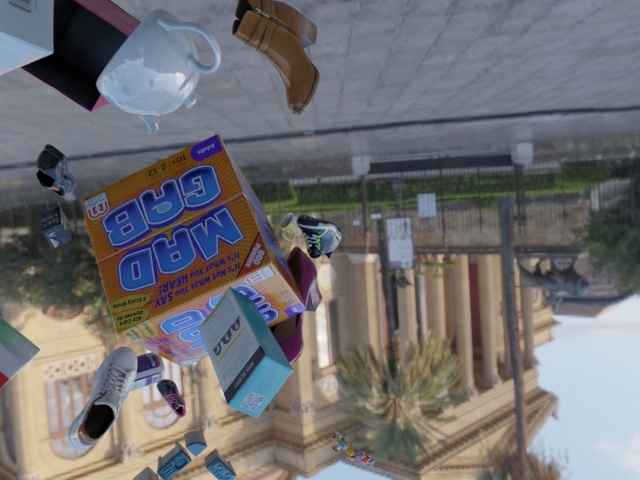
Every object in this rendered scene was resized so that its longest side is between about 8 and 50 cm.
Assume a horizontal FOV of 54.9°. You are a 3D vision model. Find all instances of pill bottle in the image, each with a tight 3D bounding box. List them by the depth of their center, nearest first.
[{"bbox_3d":[-0.633,0.449,2.073,0.193,0.108,0.108,-11,-173,-40],"label":"pill bottle"}]

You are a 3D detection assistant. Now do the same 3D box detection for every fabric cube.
[{"bbox_3d":[-0.678,-0.569,1.808,0.259,0.254,0.258,33,-160,-10],"label":"fabric cube"}]

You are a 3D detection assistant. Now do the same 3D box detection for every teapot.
[{"bbox_3d":[-0.349,-0.366,1.354,0.187,0.253,0.256,39,-179,-20],"label":"teapot"}]

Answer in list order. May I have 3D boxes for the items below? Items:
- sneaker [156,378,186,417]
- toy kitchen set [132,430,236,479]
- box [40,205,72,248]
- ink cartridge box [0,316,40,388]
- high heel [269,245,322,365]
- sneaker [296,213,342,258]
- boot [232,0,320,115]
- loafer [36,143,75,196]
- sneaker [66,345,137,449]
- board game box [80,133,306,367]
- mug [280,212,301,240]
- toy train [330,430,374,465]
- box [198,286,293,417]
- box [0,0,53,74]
[{"bbox_3d":[-0.375,0.404,1.568,0.047,0.119,0.057,-31,-152,-7],"label":"sneaker"},{"bbox_3d":[-0.343,0.622,1.577,0.207,0.166,0.122,-40,-158,-7],"label":"toy kitchen set"},{"bbox_3d":[-0.663,-0.034,1.546,0.052,0.062,0.083,-23,-137,-9],"label":"box"},{"bbox_3d":[-0.649,0.196,1.175,0.056,0.181,0.224,-46,-169,-5],"label":"ink cartridge box"},{"bbox_3d":[-0.106,0.186,1.618,0.127,0.181,0.377,-8,-150,24],"label":"high heel"},{"bbox_3d":[0.000,0.000,1.572,0.084,0.097,0.234,15,176,23],"label":"sneaker"},{"bbox_3d":[-0.110,-0.462,1.506,0.220,0.284,0.109,15,164,-39],"label":"boot"},{"bbox_3d":[-0.702,-0.170,1.603,0.080,0.078,0.220,34,155,3],"label":"loafer"},{"bbox_3d":[-0.539,0.401,1.601,0.106,0.290,0.123,38,138,-25],"label":"sneaker"},{"bbox_3d":[-0.292,0.041,1.488,0.356,0.357,0.356,-26,155,0],"label":"board game box"},{"bbox_3d":[-0.095,-0.043,2.031,0.064,0.078,0.062,38,-177,-31],"label":"mug"},{"bbox_3d":[0.100,0.720,2.102,0.166,0.046,0.125,33,175,19],"label":"toy train"},{"bbox_3d":[-0.132,0.179,1.038,0.060,0.101,0.244,34,-174,-30],"label":"box"},{"bbox_3d":[-0.793,-0.514,1.424,0.345,0.215,0.168,-7,172,31],"label":"box"}]
